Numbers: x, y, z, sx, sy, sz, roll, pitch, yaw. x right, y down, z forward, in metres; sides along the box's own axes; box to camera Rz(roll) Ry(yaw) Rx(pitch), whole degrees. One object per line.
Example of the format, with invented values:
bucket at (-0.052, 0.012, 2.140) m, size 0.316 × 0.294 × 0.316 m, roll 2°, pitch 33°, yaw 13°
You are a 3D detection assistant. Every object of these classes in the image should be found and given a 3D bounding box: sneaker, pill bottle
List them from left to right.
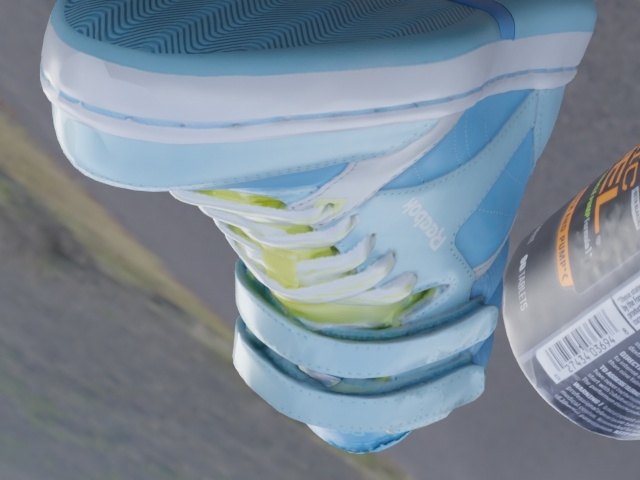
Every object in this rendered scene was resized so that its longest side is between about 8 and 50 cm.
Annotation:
sneaker at (0.000, 0.000, 0.712) m, size 0.127 × 0.208 × 0.319 m, roll 22°, pitch -161°, yaw 27°
pill bottle at (0.201, -0.002, 0.913) m, size 0.130 × 0.130 × 0.245 m, roll 34°, pitch 144°, yaw -9°
